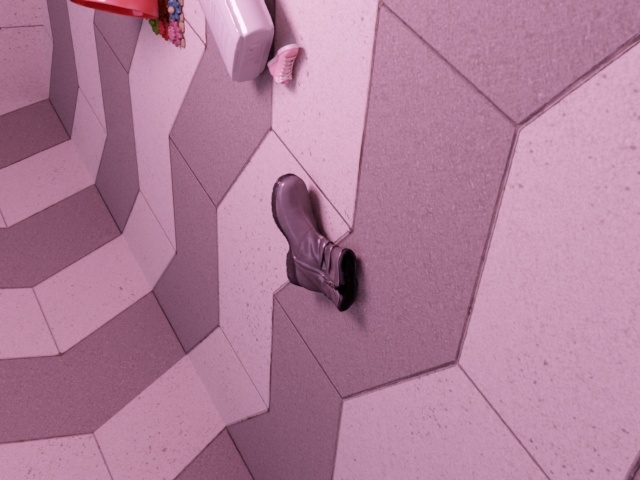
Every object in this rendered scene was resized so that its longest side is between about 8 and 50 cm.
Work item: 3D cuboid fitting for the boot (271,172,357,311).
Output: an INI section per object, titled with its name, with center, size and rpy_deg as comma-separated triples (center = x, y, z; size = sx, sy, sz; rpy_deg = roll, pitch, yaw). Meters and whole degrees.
[boot]
center = 0.000, 0.000, 1.479
size = 0.223, 0.118, 0.338
rpy_deg = 22, 133, 47

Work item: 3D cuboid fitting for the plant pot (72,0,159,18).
[plant pot]
center = -0.629, -0.840, 1.817
size = 0.275, 0.275, 0.243
rpy_deg = 24, 109, 49

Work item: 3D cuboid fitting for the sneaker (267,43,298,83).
[sneaker]
center = -0.083, -0.426, 1.433
size = 0.134, 0.051, 0.070
rpy_deg = -17, 92, 61

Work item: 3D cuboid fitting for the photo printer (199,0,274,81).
[photo printer]
center = -0.226, -0.592, 1.470
size = 0.307, 0.107, 0.256
rpy_deg = 67, 164, 7

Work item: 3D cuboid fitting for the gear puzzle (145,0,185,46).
[gear puzzle]
center = -0.549, -0.771, 1.963
size = 0.339, 0.044, 0.175
rpy_deg = 38, 135, 41
